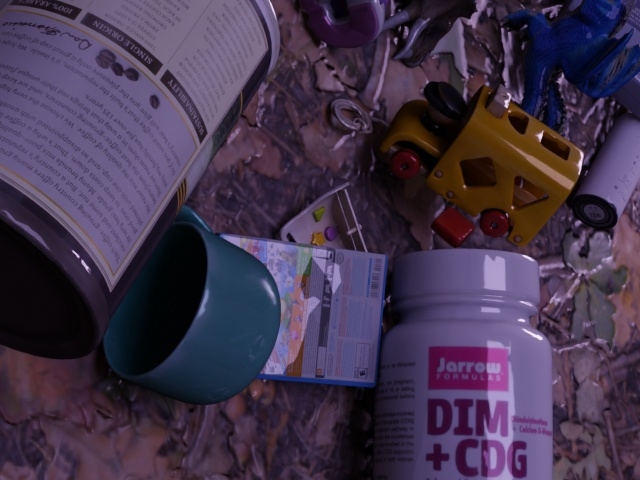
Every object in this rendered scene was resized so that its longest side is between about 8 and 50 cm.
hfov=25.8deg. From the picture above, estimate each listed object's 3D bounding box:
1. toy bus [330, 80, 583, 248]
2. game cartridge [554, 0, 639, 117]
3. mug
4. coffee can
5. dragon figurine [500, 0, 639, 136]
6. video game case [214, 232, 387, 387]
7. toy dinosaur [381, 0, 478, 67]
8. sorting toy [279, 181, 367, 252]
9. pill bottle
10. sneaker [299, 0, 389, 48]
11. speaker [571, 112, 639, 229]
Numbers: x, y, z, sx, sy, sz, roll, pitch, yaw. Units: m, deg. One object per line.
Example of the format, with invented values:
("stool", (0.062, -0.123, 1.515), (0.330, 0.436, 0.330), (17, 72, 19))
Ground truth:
("toy bus", (0.144, -0.092, 1.285), (0.202, 0.104, 0.191), (2, 47, -41))
("game cartridge", (0.407, -0.211, 1.561), (0.294, 0.060, 0.196), (35, 58, -5))
("mug", (-0.089, 0.050, 1.095), (0.097, 0.129, 0.157), (29, 71, -36))
("coffee can", (-0.177, -0.084, 0.995), (0.201, 0.201, 0.275), (46, 56, -26))
("dragon figurine", (0.280, -0.199, 1.418), (0.085, 0.289, 0.144), (21, 38, -58))
("video game case", (-0.020, 0.062, 1.202), (0.166, 0.015, 0.119), (8, 86, -29))
("toy dinosaur", (0.136, -0.328, 1.367), (0.160, 0.121, 0.313), (2, 84, -48))
("sorting toy", (0.000, 0.000, 1.246), (0.075, 0.045, 0.083), (-25, 102, -32))
("pill bottle", (0.128, 0.157, 1.248), (0.160, 0.160, 0.283), (11, 75, -40))
("sneaker", (0.002, -0.297, 1.270), (0.104, 0.095, 0.236), (-49, 119, -43))
("speaker", (0.326, -0.078, 1.532), (0.055, 0.055, 0.136), (49, 55, -24))
